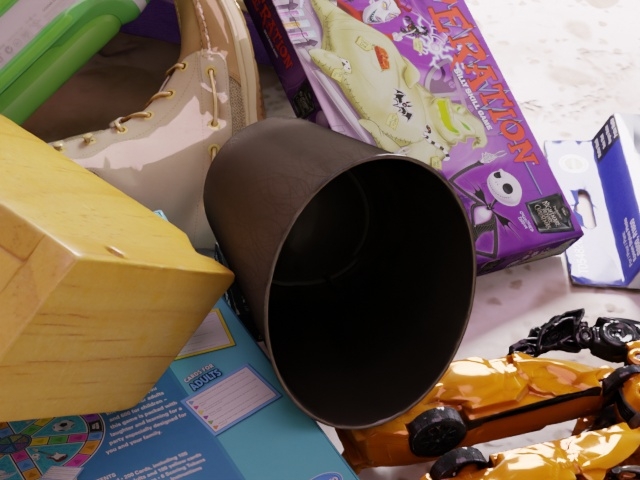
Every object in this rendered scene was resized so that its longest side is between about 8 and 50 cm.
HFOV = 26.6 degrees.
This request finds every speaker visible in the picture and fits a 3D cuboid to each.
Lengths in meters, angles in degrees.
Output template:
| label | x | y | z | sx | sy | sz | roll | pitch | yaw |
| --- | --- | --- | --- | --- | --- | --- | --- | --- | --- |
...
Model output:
| label | x | y | z | sx | sy | sz | roll | pitch | yaw |
| --- | --- | --- | --- | --- | --- | --- | --- | --- | --- |
| speaker | -0.285 | -0.165 | 1.193 | 0.296 | 0.131 | 0.131 | -45 | 57 | -8 |

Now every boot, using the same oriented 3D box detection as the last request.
| label | x | y | z | sx | sy | sz | roll | pitch | yaw |
| --- | --- | --- | --- | --- | --- | --- | --- | --- | --- |
| boot | -0.156 | -0.109 | 1.187 | 0.203 | 0.095 | 0.262 | -11 | 86 | -15 |

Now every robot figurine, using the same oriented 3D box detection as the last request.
| label | x | y | z | sx | sy | sz | roll | pitch | yaw |
| --- | --- | --- | --- | --- | --- | --- | --- | --- | --- |
| robot figurine | 0.169 | 0.152 | 1.010 | 0.291 | 0.085 | 0.211 | -9 | 44 | -17 |

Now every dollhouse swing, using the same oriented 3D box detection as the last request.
| label | x | y | z | sx | sy | sz | roll | pitch | yaw |
| --- | --- | --- | --- | --- | --- | --- | --- | --- | --- |
| dollhouse swing | -0.315 | 0.060 | 0.937 | 0.347 | 0.305 | 0.315 | 31 | 7 | 21 |

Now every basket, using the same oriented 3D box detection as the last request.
| label | x | y | z | sx | sy | sz | roll | pitch | yaw |
| --- | --- | --- | --- | --- | --- | --- | --- | --- | --- |
| basket | 0.000 | 0.000 | 1.019 | 0.154 | 0.204 | 0.227 | -3 | 21 | -19 |

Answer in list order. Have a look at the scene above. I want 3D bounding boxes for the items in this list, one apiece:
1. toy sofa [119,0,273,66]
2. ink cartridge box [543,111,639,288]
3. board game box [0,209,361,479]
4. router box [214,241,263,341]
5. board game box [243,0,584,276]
| label | x | y | z | sx | sy | sz | roll | pitch | yaw |
| --- | --- | --- | --- | --- | --- | --- | --- | --- | --- |
| toy sofa | -0.154 | -0.250 | 1.378 | 0.362 | 0.150 | 0.177 | 14 | 46 | 9 |
| ink cartridge box | 0.336 | -0.038 | 1.278 | 0.224 | 0.045 | 0.223 | 3 | 41 | -3 |
| board game box | -0.157 | 0.138 | 0.985 | 0.254 | 0.079 | 0.336 | -18 | 47 | -25 |
| router box | -0.023 | 0.038 | 1.149 | 0.122 | 0.038 | 0.092 | -5 | 43 | -13 |
| board game box | 0.077 | -0.126 | 1.220 | 0.208 | 0.056 | 0.347 | -13 | 69 | -35 |
